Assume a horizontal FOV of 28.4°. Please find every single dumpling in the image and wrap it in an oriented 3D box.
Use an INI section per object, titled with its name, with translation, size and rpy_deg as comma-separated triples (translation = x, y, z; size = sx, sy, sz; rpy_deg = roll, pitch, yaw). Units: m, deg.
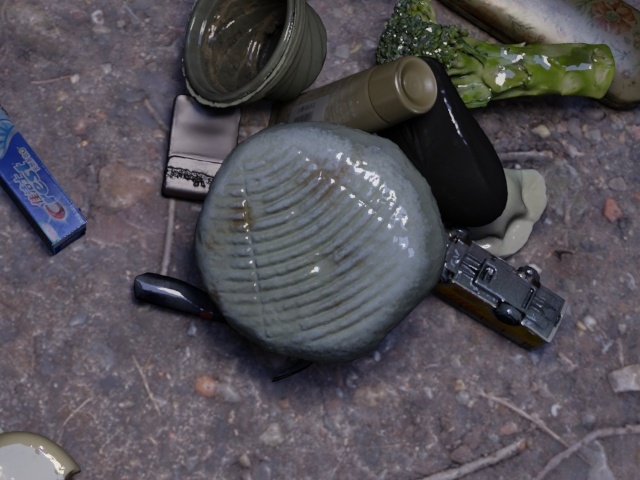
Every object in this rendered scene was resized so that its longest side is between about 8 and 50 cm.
[dumpling]
translation = 0.231, -0.044, 1.928
size = 0.228, 0.124, 0.151
rpy_deg = 3, 107, -5

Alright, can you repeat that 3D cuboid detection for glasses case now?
[glasses case]
translation = 0.375, -0.371, 2.067
size = 0.425, 0.098, 0.156
rpy_deg = 32, 75, 1

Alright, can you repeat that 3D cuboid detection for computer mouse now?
[computer mouse]
translation = 0.162, -0.132, 1.805
size = 0.270, 0.137, 0.086
rpy_deg = 58, 37, 1

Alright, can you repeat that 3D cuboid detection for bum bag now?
[bum bag]
translation = -0.176, -0.137, 1.893
size = 0.109, 0.026, 0.159
rpy_deg = 6, 90, -9

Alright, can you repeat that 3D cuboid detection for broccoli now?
[broccoli]
translation = 0.261, -0.245, 1.929
size = 0.361, 0.221, 0.252
rpy_deg = 10, 32, 9

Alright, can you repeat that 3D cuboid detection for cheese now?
[cheese]
translation = -0.437, 0.310, 1.684
size = 0.248, 0.071, 0.163
rpy_deg = 35, 67, 2

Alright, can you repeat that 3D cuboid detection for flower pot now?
[flower pot]
translation = -0.082, -0.290, 1.863
size = 0.140, 0.235, 0.236
rpy_deg = 20, 61, -49

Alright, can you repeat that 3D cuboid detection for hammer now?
[hammer]
translation = -0.134, 0.112, 1.832
size = 0.289, 0.037, 0.137
rpy_deg = 18, 67, -6

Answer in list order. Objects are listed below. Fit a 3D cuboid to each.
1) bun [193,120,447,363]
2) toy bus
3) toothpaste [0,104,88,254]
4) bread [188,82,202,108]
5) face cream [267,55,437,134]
[bun]
translation = -0.002, -0.006, 1.765
size = 0.354, 0.194, 0.355
rpy_deg = 1, 94, 11
[toy bus]
translation = 0.233, 0.061, 1.887
size = 0.268, 0.106, 0.092
rpy_deg = 31, 67, -2
[toothpaste]
translation = -0.442, -0.107, 1.837
size = 0.066, 0.053, 0.272
rpy_deg = -36, 82, -20
[bread]
translation = -0.155, -0.285, 1.957
size = 0.073, 0.053, 0.214
rpy_deg = 21, 72, -18
[face cream]
translation = 0.022, -0.183, 1.824
size = 0.084, 0.341, 0.137
rpy_deg = 25, 66, -34
